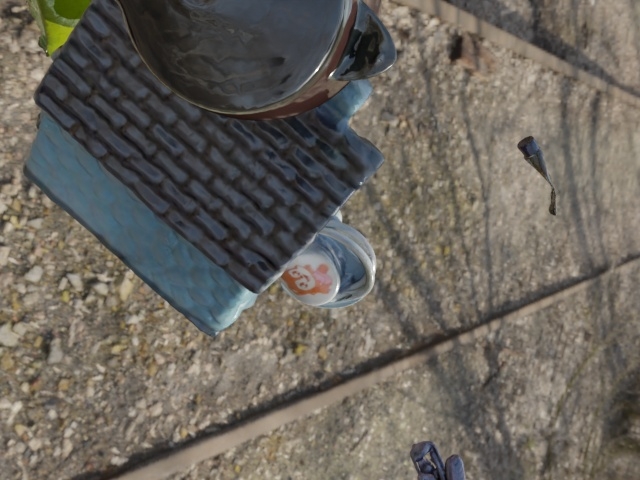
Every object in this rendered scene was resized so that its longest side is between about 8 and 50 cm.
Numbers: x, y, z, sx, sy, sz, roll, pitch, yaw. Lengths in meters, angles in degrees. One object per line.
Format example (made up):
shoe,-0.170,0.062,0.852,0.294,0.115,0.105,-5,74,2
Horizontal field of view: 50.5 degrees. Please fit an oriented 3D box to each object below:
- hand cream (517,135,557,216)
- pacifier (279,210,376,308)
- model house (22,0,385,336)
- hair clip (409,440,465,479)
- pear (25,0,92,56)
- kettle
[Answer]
hand cream,0.426,-0.125,1.300,0.163,0.039,0.062,56,23,-24
pacifier,0.000,0.000,1.399,0.299,0.244,0.233,56,29,-33
model house,-0.111,-0.148,0.742,0.360,0.339,0.297,43,54,-2
hair clip,0.191,0.425,0.954,0.137,0.090,0.278,-18,78,-12
pear,-0.305,-0.465,0.973,0.318,0.342,0.238,-19,155,-25
kettle,-0.053,-0.151,0.389,0.144,0.202,0.232,-62,-174,16
